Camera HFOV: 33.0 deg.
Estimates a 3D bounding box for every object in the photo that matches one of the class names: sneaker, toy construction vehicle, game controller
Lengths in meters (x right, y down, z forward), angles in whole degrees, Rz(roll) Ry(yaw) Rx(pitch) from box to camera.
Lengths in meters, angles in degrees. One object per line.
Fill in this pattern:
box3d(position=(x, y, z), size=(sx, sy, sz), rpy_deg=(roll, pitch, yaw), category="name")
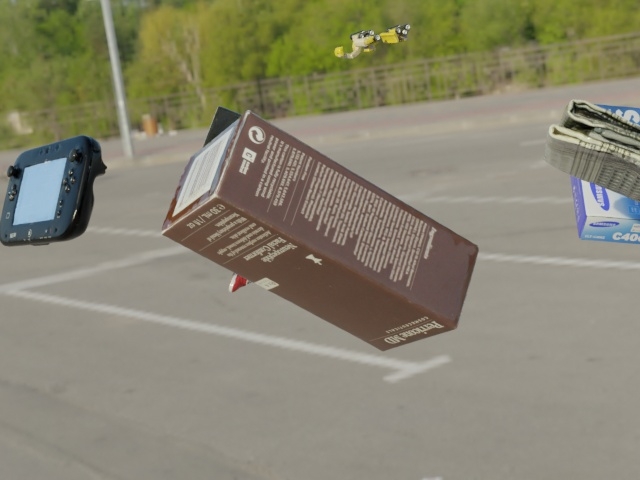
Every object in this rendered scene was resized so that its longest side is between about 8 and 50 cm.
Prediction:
box3d(position=(-0.129, 0.070, 2.097), size=(0.067, 0.042, 0.118), rpy_deg=(27, 43, 9), category="sneaker")
box3d(position=(0.082, -0.308, 1.690), size=(0.085, 0.035, 0.098), rpy_deg=(6, 26, 46), category="toy construction vehicle")
box3d(position=(-0.438, -0.074, 1.731), size=(0.067, 0.167, 0.319), rpy_deg=(26, -17, -32), category="game controller")

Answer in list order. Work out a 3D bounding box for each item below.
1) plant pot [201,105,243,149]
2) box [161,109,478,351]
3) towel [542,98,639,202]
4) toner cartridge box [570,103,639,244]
box3d(position=(-0.135, -0.113, 2.039), size=(0.166, 0.188, 0.187), rpy_deg=(12, -30, 5), category="plant pot")
box3d(position=(0.000, 0.000, 1.457), size=(0.381, 0.143, 0.191), rpy_deg=(27, -27, -20), category="box")
box3d(position=(0.470, -0.091, 1.547), size=(0.312, 0.056, 0.324), rpy_deg=(25, -3, 10), category="towel")
box3d(position=(0.612, -0.146, 2.268), size=(0.165, 0.075, 0.348), rpy_deg=(4, 48, 0), category="toner cartridge box")
